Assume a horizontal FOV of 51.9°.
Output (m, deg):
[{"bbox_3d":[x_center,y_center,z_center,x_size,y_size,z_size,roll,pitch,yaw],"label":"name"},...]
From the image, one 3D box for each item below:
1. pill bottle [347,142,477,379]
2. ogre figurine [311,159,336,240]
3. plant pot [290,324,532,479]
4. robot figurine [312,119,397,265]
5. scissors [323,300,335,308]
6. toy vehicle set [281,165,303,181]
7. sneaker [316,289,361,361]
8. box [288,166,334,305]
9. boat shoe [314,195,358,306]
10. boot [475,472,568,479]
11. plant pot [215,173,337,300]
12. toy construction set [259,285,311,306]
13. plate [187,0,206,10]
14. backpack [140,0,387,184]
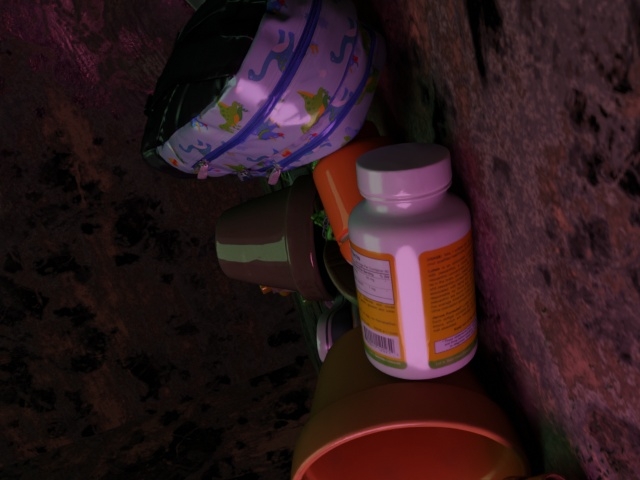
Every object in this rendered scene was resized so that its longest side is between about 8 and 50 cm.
[{"bbox_3d":[0.104,0.021,0.747,0.136,0.136,0.245,-125,24,-64],"label":"pill bottle"},{"bbox_3d":[0.035,-0.102,1.106,0.097,0.197,0.118,21,132,19],"label":"ogre figurine"},{"bbox_3d":[0.105,0.242,0.867,0.203,0.291,0.291,-93,-7,-51],"label":"plant pot"},{"bbox_3d":[0.068,-0.053,0.888,0.128,0.158,0.219,13,-125,-68],"label":"robot figurine"},{"bbox_3d":[0.031,0.100,1.557,0.109,0.021,0.297,20,150,29],"label":"scissors"},{"bbox_3d":[-0.099,-0.252,1.889,0.267,0.035,0.166,-143,35,-76],"label":"toy vehicle set"},{"bbox_3d":[0.089,0.150,1.284,0.321,0.127,0.126,-52,-46,-70],"label":"sneaker"},{"bbox_3d":[0.000,0.000,1.713,0.232,0.058,0.322,85,166,-57],"label":"box"},{"bbox_3d":[0.069,0.022,1.127,0.341,0.122,0.110,-102,-6,-59],"label":"boat shoe"},{"bbox_3d":[0.259,0.366,0.697,0.283,0.109,0.220,51,141,9],"label":"boot"},{"bbox_3d":[-0.084,0.003,1.358,0.263,0.229,0.263,-6,-90,-74],"label":"plant pot"},{"bbox_3d":[-0.134,0.048,1.678,0.309,0.237,0.257,107,143,-75],"label":"toy construction set"},{"bbox_3d":[-0.190,-0.544,0.999,0.277,0.278,0.045,48,-147,0],"label":"plate"},{"bbox_3d":[-0.082,-0.219,0.868,0.290,0.273,0.355,-67,11,-15],"label":"backpack"}]
